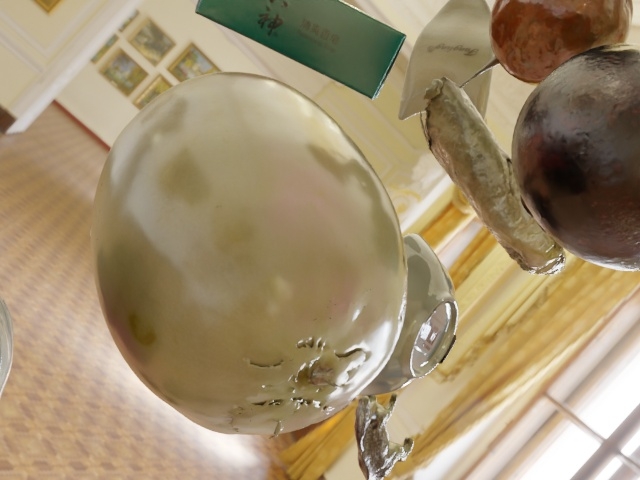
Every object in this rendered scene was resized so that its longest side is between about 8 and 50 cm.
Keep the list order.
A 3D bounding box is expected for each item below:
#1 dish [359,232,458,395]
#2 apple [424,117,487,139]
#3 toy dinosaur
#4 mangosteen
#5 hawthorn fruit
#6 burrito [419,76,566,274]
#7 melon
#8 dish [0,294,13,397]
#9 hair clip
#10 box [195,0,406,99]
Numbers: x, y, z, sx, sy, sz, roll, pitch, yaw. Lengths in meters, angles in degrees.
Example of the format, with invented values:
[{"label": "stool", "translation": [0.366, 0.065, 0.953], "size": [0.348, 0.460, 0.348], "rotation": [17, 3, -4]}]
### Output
[{"label": "dish", "translation": [0.096, 0.091, 0.682], "size": [0.066, 0.190, 0.191], "rotation": [24, -11, 34]}, {"label": "apple", "translation": [0.304, -0.263, 1.471], "size": [0.146, 0.146, 0.146], "rotation": [43, -1, 0]}, {"label": "toy dinosaur", "translation": [0.108, 0.384, 1.258], "size": [0.077, 0.162, 0.294], "rotation": [-1, -55, 31]}, {"label": "mangosteen", "translation": [0.266, -0.074, 0.546], "size": [0.210, 0.210, 0.210], "rotation": [43, -1, 0]}, {"label": "hawthorn fruit", "translation": [0.252, -0.242, 0.712], "size": [0.149, 0.149, 0.189], "rotation": [43, -15, -11]}, {"label": "burrito", "translation": [0.277, -0.091, 1.042], "size": [0.347, 0.107, 0.175], "rotation": [57, 1, 13]}, {"label": "melon", "translation": [-0.057, 0.000, 0.490], "size": [0.223, 0.223, 0.317], "rotation": [43, 13, -41]}, {"label": "dish", "translation": [-0.252, 0.073, 0.371], "size": [0.081, 0.229, 0.229], "rotation": [-4, -24, 24]}, {"label": "hair clip", "translation": [0.271, -0.367, 1.295], "size": [0.173, 0.282, 0.113], "rotation": [13, -28, 18]}, {"label": "box", "translation": [-0.027, -0.284, 0.825], "size": [0.245, 0.092, 0.153], "rotation": [22, 19, -16]}]
